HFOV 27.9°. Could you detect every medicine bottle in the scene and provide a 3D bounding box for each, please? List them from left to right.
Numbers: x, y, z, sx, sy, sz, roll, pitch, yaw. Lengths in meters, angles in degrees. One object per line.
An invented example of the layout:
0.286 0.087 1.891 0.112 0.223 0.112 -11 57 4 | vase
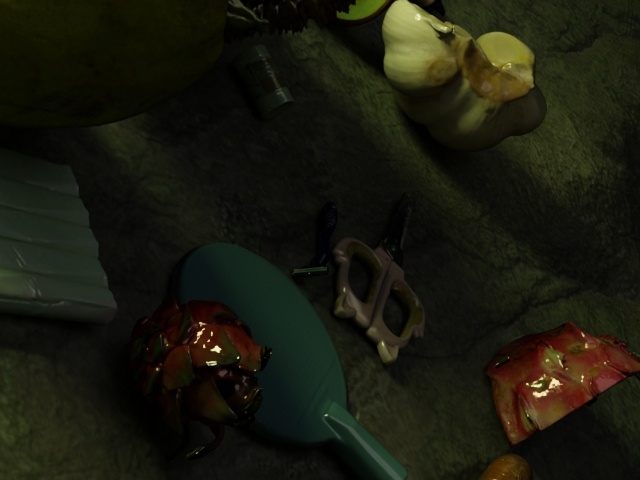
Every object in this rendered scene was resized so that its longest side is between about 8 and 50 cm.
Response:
-0.070 -0.195 1.586 0.047 0.047 0.083 -13 73 -58 | medicine bottle

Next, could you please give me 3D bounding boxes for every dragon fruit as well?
-0.110 0.115 1.156 0.121 0.130 0.142 -28 73 -20 | dragon fruit
0.336 0.161 1.699 0.274 0.161 0.126 -11 72 -55 | dragon fruit

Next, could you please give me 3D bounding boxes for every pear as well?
-0.228 -0.233 1.142 0.375 0.287 0.287 12 40 -1 | pear

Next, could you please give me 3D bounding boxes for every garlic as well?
0.197 -0.232 1.884 0.281 0.184 0.203 15 20 -22 | garlic

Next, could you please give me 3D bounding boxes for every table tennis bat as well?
-0.031 0.137 1.332 0.329 0.044 0.215 48 30 -8 | table tennis bat

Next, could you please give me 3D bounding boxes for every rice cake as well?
-0.282 -0.011 1.126 0.198 0.037 0.189 6 56 -52 | rice cake

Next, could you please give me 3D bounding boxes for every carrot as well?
0.196 0.300 1.476 0.060 0.060 0.186 57 33 2 | carrot

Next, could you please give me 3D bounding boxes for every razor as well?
0.001 0.004 1.517 0.154 0.044 0.028 -75 154 -55 | razor

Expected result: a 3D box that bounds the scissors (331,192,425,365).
0.085 0.028 1.612 0.160 0.024 0.317 44 33 -15 | scissors

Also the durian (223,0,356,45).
-0.095 -0.360 1.413 0.347 0.348 0.384 41 37 -22 | durian

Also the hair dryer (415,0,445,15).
0.108 -0.461 2.052 0.344 0.107 0.189 39 34 -36 | hair dryer

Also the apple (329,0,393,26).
0.044 -0.397 1.839 0.146 0.147 0.163 33 39 -31 | apple

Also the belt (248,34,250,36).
-0.109 -0.337 1.635 0.121 0.079 0.151 9 54 -51 | belt
